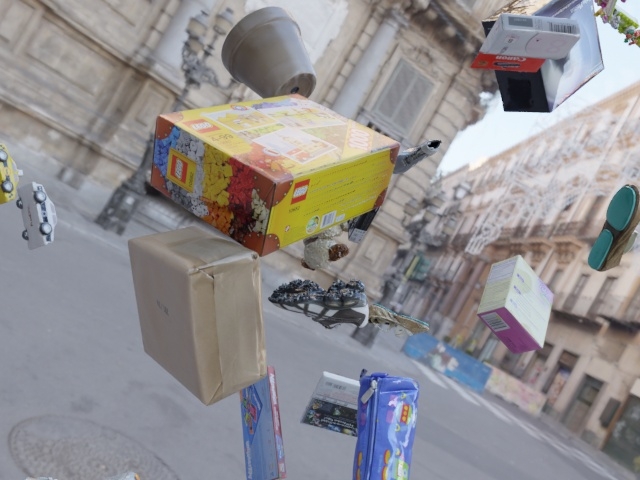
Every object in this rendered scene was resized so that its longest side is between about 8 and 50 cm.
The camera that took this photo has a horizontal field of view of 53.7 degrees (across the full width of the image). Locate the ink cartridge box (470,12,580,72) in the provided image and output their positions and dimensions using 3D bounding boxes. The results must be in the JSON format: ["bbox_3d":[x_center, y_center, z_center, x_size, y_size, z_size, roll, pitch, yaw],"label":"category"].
[{"bbox_3d":[0.493,-0.460,1.549,0.189,0.066,0.232,3,-21,-5],"label":"ink cartridge box"}]

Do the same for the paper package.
[{"bbox_3d":[-0.272,0.148,1.388,0.168,0.309,0.325,-15,21,-35],"label":"paper package"}]

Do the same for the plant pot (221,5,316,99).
[{"bbox_3d":[-0.163,-0.651,2.353,0.280,0.323,0.323,55,9,21],"label":"plant pot"}]

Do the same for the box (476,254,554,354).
[{"bbox_3d":[0.658,0.215,2.123,0.213,0.243,0.117,45,-41,-18],"label":"box"}]

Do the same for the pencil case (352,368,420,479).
[{"bbox_3d":[0.116,0.401,1.216,0.119,0.306,0.133,-10,-33,36],"label":"pencil case"}]

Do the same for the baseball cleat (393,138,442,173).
[{"bbox_3d":[0.337,-0.308,2.246,0.072,0.206,0.109,56,-10,2],"label":"baseball cleat"}]

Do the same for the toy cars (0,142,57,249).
[{"bbox_3d":[-0.883,-0.136,1.875,0.393,0.176,0.087,42,24,21],"label":"toy cars"}]

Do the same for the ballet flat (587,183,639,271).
[{"bbox_3d":[0.996,-0.039,2.076,0.124,0.342,0.116,-3,35,-15],"label":"ballet flat"}]

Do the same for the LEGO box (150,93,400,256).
[{"bbox_3d":[-0.099,-0.189,1.568,0.372,0.193,0.500,31,33,26],"label":"LEGO box"}]

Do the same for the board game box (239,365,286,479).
[{"bbox_3d":[-0.155,0.487,1.652,0.027,0.281,0.145,15,-35,-38],"label":"board game box"}]

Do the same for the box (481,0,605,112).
[{"bbox_3d":[0.664,-0.573,1.863,0.182,0.296,0.294,19,-40,52],"label":"box"}]

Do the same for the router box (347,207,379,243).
[{"bbox_3d":[0.141,-0.099,2.096,0.046,0.179,0.133,14,43,-14],"label":"router box"}]

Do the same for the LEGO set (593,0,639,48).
[{"bbox_3d":[0.667,-0.501,1.377,0.132,0.107,0.287,-11,-41,21],"label":"LEGO set"}]

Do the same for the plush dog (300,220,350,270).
[{"bbox_3d":[0.000,0.000,2.409,0.210,0.225,0.262,13,-27,-39],"label":"plush dog"}]

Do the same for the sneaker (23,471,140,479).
[{"bbox_3d":[-0.443,0.444,1.073,0.121,0.262,0.099,67,-13,-2],"label":"sneaker"}]

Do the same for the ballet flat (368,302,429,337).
[{"bbox_3d":[0.215,0.240,1.802,0.206,0.067,0.073,15,-19,44],"label":"ballet flat"}]

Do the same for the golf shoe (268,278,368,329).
[{"bbox_3d":[-0.005,0.122,1.134,0.198,0.077,0.094,0,-58,34],"label":"golf shoe"}]

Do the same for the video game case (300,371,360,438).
[{"bbox_3d":[0.064,0.435,1.653,0.190,0.173,0.022,18,25,-12],"label":"video game case"}]
